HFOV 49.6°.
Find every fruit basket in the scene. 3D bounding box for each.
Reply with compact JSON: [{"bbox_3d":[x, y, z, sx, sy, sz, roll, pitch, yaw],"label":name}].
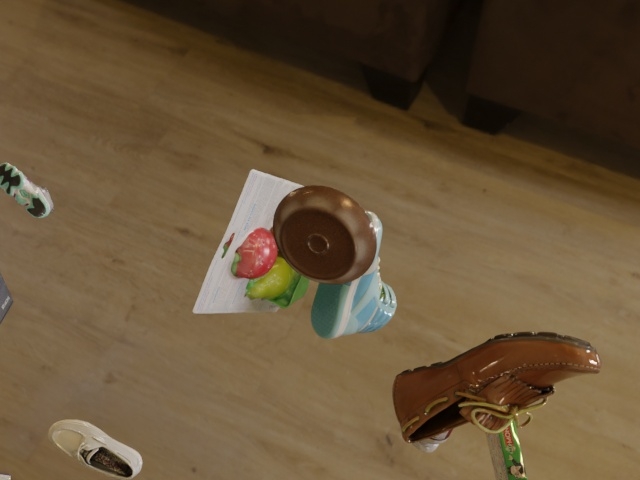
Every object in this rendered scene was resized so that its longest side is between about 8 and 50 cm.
[{"bbox_3d":[-0.131,0.014,1.567,0.165,0.353,0.327,28,98,32],"label":"fruit basket"}]

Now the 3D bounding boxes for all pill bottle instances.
[{"bbox_3d":[0.236,0.356,1.408,0.086,0.152,0.086,15,31,-9],"label":"pill bottle"}]

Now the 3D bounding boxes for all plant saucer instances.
[{"bbox_3d":[0.000,0.000,1.221,0.198,0.199,0.036,19,33,13],"label":"plant saucer"}]

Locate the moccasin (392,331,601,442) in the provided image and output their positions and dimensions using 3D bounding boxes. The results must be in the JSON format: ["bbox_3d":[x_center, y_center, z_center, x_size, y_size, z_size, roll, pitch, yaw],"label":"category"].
[{"bbox_3d":[0.260,0.240,1.082,0.139,0.380,0.147,24,53,-38],"label":"moccasin"}]

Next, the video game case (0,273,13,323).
[{"bbox_3d":[-0.514,0.003,0.967,0.026,0.274,0.196,-18,19,-7],"label":"video game case"}]

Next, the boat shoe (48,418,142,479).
[{"bbox_3d":[-0.419,0.390,1.275,0.184,0.063,0.066,32,86,-3],"label":"boat shoe"}]

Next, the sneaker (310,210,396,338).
[{"bbox_3d":[0.112,0.083,1.644,0.208,0.319,0.127,6,23,-40],"label":"sneaker"}]

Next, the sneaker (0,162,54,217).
[{"bbox_3d":[-0.442,-0.076,1.047,0.038,0.069,0.098,-37,99,3],"label":"sneaker"}]

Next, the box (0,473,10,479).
[{"bbox_3d":[-0.815,0.597,1.618,0.126,0.137,0.072,24,40,-36],"label":"box"}]

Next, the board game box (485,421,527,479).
[{"bbox_3d":[0.473,0.532,1.795,0.046,0.317,0.214,-10,64,5],"label":"board game box"}]
